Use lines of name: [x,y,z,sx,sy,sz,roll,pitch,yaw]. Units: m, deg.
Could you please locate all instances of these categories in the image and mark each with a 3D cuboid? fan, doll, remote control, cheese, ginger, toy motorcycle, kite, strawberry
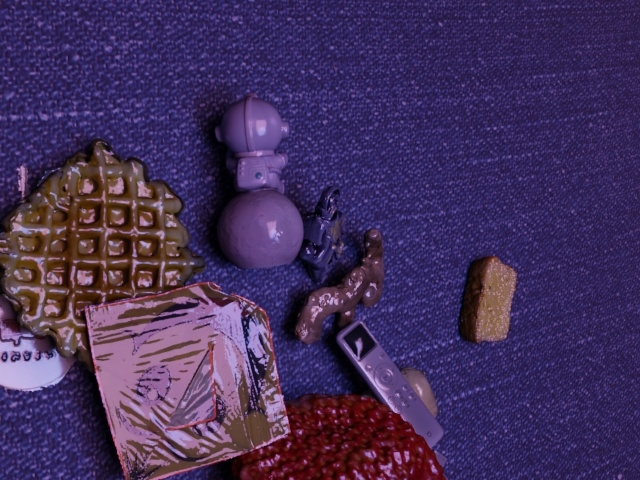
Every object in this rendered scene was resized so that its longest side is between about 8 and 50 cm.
fan: [-0.426,0.053,1.313,0.190,0.009,0.329,3,83,-37]
doll: [-0.106,-0.099,1.486,0.151,0.151,0.287,-6,92,-38]
remote control: [0.124,0.256,1.604,0.067,0.029,0.261,-36,89,-32]
cheese: [0.126,0.316,1.662,0.167,0.094,0.123,-29,110,-32]
ginger: [0.047,0.105,1.625,0.259,0.065,0.149,-51,139,-29]
toy motorcycle: [0.000,0.000,1.571,0.124,0.061,0.193,-51,155,-35]
kite: [-0.203,0.220,1.353,0.377,0.013,0.327,32,79,-21]
strawberry: [0.020,0.397,1.478,0.351,0.267,0.312,31,56,4]

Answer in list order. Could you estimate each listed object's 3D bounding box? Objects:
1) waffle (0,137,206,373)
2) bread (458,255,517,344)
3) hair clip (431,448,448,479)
waffle: [-0.328,0.024,1.355,0.297,0.073,0.317,51,60,-18]
bread: [0.344,0.129,1.869,0.103,0.065,0.187,19,72,-37]
hair clip: [0.172,0.492,1.710,0.140,0.054,0.220,42,65,-34]
